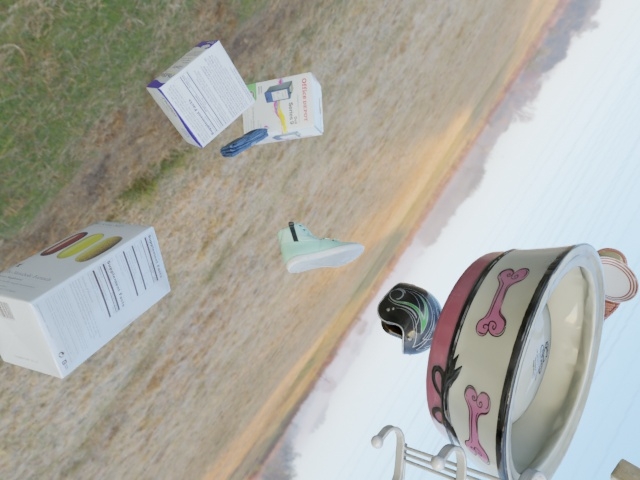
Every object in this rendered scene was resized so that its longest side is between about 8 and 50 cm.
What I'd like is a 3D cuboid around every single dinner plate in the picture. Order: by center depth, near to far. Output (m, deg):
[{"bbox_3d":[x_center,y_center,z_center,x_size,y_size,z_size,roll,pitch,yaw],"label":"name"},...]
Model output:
[{"bbox_3d":[0.794,0.108,1.325,0.141,0.141,0.017,-54,161,-28],"label":"dinner plate"}]

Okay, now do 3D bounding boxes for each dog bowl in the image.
[{"bbox_3d":[0.328,0.194,0.807,0.407,0.150,0.408,-12,107,-44],"label":"dog bowl"}]

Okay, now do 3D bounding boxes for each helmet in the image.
[{"bbox_3d":[0.236,0.204,1.248,0.169,0.161,0.169,-39,150,-28],"label":"helmet"}]

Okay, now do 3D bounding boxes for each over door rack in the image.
[{"bbox_3d":[0.155,0.419,0.586,0.239,0.108,0.325,-7,-96,53],"label":"over door rack"}]

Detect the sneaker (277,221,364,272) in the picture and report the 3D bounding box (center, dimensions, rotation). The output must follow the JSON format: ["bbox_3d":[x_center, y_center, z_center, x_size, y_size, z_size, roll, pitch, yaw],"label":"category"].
[{"bbox_3d":[0.000,0.000,1.403,0.255,0.151,0.094,-7,147,-29],"label":"sneaker"}]

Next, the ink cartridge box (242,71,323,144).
[{"bbox_3d":[-0.106,-0.365,1.354,0.093,0.212,0.155,13,74,-74],"label":"ink cartridge box"}]

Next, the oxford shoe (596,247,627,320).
[{"bbox_3d":[0.810,0.192,1.471,0.146,0.140,0.397,-28,135,-55],"label":"oxford shoe"}]

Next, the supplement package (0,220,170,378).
[{"bbox_3d":[-0.385,0.080,0.783,0.244,0.139,0.134,-49,139,-54],"label":"supplement package"}]

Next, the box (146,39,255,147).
[{"bbox_3d":[-0.209,-0.258,0.854,0.137,0.072,0.126,-47,130,-17],"label":"box"}]

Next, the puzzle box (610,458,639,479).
[{"bbox_3d":[0.739,0.655,0.986,0.052,0.272,0.409,-35,125,-23],"label":"puzzle box"}]

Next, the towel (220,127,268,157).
[{"bbox_3d":[-0.189,-0.243,1.195,0.119,0.029,0.067,-39,-153,-29],"label":"towel"}]
